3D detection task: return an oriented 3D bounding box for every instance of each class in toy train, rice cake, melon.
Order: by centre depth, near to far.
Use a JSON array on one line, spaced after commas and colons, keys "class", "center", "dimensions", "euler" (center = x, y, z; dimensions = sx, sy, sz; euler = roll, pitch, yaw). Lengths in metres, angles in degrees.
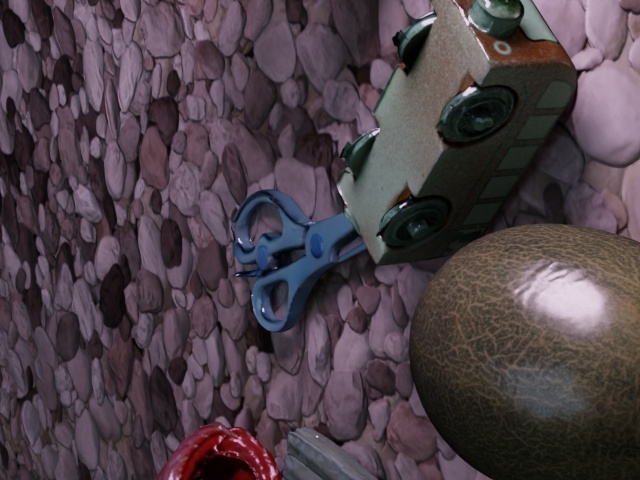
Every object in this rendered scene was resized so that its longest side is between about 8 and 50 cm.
[{"class": "melon", "center": [0.217, 0.108, 1.181], "dimensions": [0.302, 0.237, 0.237], "euler": [20, 113, 49]}, {"class": "toy train", "center": [0.131, -0.111, 1.334], "dimensions": [0.129, 0.159, 0.326], "euler": [62, 144, 31]}, {"class": "rice cake", "center": [0.025, 0.317, 1.671], "dimensions": [0.211, 0.038, 0.124], "euler": [38, 126, 45]}]

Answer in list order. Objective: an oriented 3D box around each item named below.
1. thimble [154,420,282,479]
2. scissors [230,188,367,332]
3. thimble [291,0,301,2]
[{"class": "thimble", "center": [-0.139, 0.343, 1.791], "dimensions": [0.125, 0.163, 0.189], "euler": [-59, 8, 44]}, {"class": "scissors", "center": [0.001, 0.000, 1.649], "dimensions": [0.393, 0.032, 0.180], "euler": [-23, 77, 56]}, {"class": "thimble", "center": [-0.038, -0.388, 1.463], "dimensions": [0.162, 0.239, 0.239], "euler": [-54, 54, 46]}]
